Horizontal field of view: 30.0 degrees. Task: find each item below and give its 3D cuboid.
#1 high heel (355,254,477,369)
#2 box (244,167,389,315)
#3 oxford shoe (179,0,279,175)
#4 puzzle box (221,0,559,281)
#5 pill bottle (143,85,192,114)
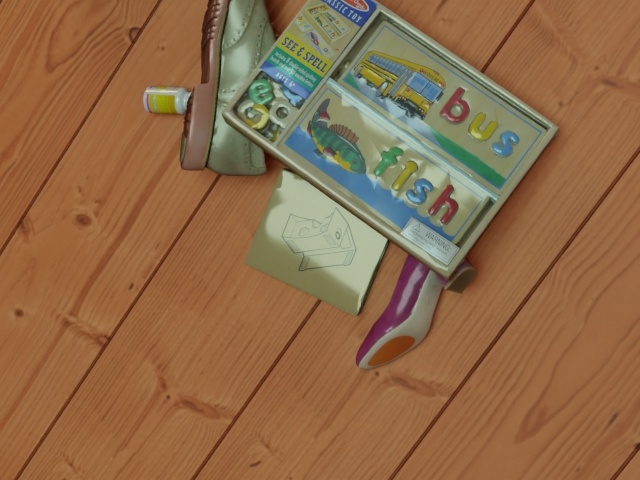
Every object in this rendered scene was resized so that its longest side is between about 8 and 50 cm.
[{"bbox_3d":[0.120,0.080,1.765,0.244,0.082,0.117,-51,49,25],"label":"high heel"},{"bbox_3d":[0.000,0.000,1.821,0.201,0.021,0.164,24,98,18],"label":"box"},{"bbox_3d":[-0.111,-0.290,1.819,0.146,0.140,0.397,12,91,-11],"label":"oxford shoe"},{"bbox_3d":[0.099,-0.167,1.707,0.409,0.052,0.272,35,83,9],"label":"puzzle box"},{"bbox_3d":[-0.235,-0.221,1.885,0.083,0.043,0.043,5,93,19],"label":"pill bottle"}]
